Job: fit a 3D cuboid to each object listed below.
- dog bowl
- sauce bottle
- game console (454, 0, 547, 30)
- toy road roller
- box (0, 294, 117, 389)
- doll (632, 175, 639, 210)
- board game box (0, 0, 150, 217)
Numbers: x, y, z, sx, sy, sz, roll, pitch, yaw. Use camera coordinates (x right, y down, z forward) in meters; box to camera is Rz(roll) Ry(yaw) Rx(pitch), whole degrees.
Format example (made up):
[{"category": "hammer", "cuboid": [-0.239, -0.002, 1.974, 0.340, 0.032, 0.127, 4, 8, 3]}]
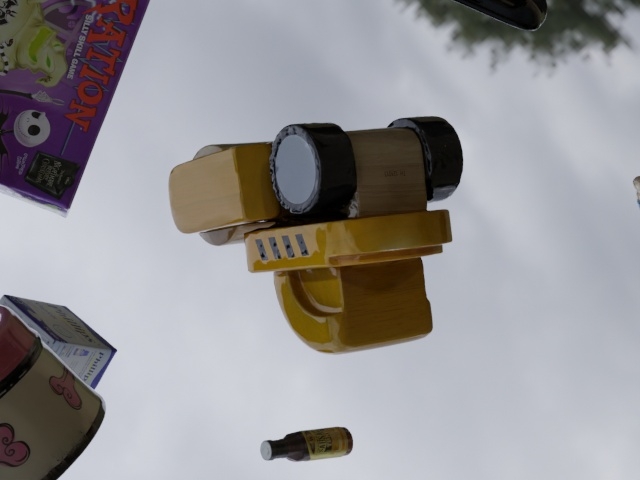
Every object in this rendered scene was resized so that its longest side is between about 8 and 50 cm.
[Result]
[{"category": "dog bowl", "cuboid": [-0.441, 0.214, 1.756, 0.150, 0.408, 0.408, 62, -165, -14]}, {"category": "sauce bottle", "cuboid": [-0.018, 0.263, 2.120, 0.128, 0.042, 0.042, -4, -129, -38]}, {"category": "game console", "cuboid": [0.070, -0.302, 1.773, 0.361, 0.044, 0.213, 24, -148, 7]}, {"category": "toy road roller", "cuboid": [0.000, 0.000, 1.799, 0.202, 0.329, 0.241, -6, -91, -37]}, {"category": "box", "cuboid": [-0.379, 0.143, 2.325, 0.126, 0.072, 0.137, 36, -170, 31]}, {"category": "doll", "cuboid": [0.357, -0.049, 1.637, 0.129, 0.189, 0.046, 10, -172, -38]}, {"category": "board game box", "cuboid": [-0.279, -0.219, 1.596, 0.208, 0.347, 0.056, 21, 166, -11]}]
